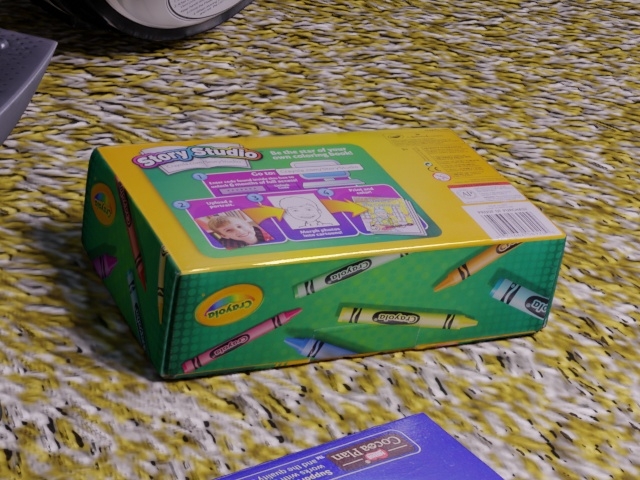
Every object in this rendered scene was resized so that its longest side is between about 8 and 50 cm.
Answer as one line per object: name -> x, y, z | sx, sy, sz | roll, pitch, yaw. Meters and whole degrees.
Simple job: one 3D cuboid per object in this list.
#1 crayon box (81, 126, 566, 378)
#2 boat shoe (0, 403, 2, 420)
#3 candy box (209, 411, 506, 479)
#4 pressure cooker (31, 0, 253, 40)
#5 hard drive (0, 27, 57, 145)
crayon box -> 0.000, 0.000, 1.065 | 0.278, 0.081, 0.165 | -5, 32, -25
boat shoe -> -0.226, 0.068, 0.916 | 0.040, 0.049, 0.142 | 10, 24, -42
candy box -> 0.035, 0.225, 0.630 | 0.268, 0.122, 0.317 | -12, 35, -37
pressure cooker -> -0.178, -0.372, 1.365 | 0.420, 0.370, 0.375 | 31, 6, 29
hard drive -> -0.310, -0.099, 1.174 | 0.172, 0.054, 0.254 | 13, 29, 6
